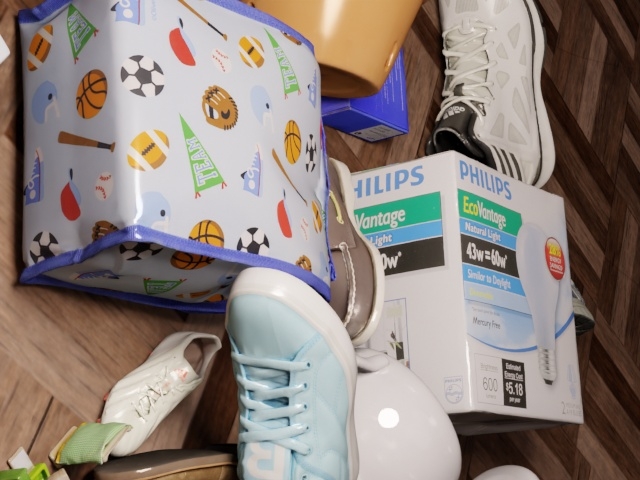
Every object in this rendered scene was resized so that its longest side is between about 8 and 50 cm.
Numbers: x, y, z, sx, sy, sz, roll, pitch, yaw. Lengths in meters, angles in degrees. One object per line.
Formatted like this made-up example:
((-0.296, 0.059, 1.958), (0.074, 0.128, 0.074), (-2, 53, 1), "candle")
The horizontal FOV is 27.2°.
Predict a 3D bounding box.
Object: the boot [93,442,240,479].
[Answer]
((-0.137, 0.289, 1.491), (0.305, 0.112, 0.115), (13, 80, -56), "boot")

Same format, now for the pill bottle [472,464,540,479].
((0.325, 0.486, 2.066), (0.264, 0.146, 0.146), (57, 38, -28), "pill bottle")

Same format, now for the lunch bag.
((-0.139, -0.093, 1.492), (0.385, 0.239, 0.327), (11, 70, -46), "lunch bag")

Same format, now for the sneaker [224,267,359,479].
((-0.033, 0.202, 1.424), (0.150, 0.135, 0.366), (-67, 149, -48), "sneaker")

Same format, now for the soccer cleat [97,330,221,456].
((-0.180, 0.164, 1.483), (0.068, 0.076, 0.196), (62, 37, -22), "soccer cleat")

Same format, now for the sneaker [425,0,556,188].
((0.268, -0.271, 2.210), (0.257, 0.169, 0.447), (-29, 106, -57), "sneaker")

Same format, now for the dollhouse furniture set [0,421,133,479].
((-0.265, 0.215, 1.341), (0.058, 0.076, 0.151), (64, 36, -21), "dollhouse furniture set")

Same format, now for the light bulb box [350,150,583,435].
((0.200, 0.092, 1.939), (0.358, 0.225, 0.361), (15, 69, -53), "light bulb box")

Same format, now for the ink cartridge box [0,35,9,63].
((-0.423, -0.229, 1.275), (0.232, 0.066, 0.189), (65, 35, -26), "ink cartridge box")

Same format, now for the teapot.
((0.039, 0.268, 1.659), (0.187, 0.252, 0.256), (-33, 90, -31), "teapot")

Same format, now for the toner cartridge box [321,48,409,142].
((0.049, -0.335, 1.992), (0.165, 0.075, 0.347), (17, 66, -54), "toner cartridge box")

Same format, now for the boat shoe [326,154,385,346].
((0.000, 0.000, 1.713), (0.097, 0.116, 0.324), (24, 35, -33), "boat shoe")

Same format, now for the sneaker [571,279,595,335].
((0.379, 0.082, 2.347), (0.283, 0.110, 0.122), (35, 34, -49), "sneaker")

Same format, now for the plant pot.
((0.003, -0.312, 1.760), (0.291, 0.291, 0.203), (19, 81, -53), "plant pot")
